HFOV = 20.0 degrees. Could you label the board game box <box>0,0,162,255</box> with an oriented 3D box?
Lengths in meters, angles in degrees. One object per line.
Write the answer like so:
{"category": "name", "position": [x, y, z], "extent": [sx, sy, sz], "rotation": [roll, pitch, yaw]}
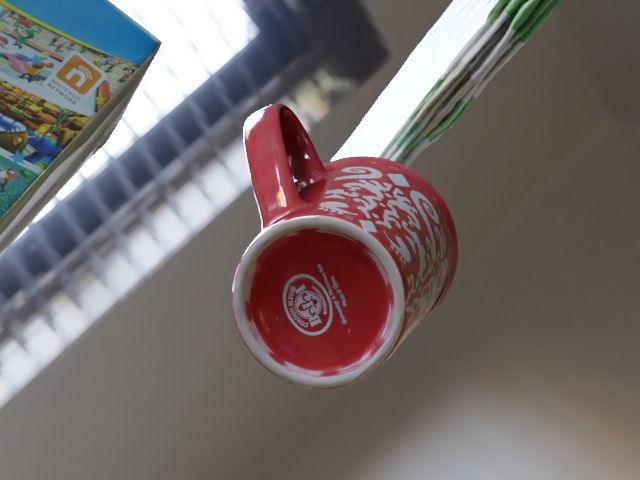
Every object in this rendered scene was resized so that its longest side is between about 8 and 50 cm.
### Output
{"category": "board game box", "position": [-0.243, -0.029, 0.697], "extent": [0.224, 0.303, 0.097], "rotation": [38, -32, -2]}

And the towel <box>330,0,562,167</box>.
{"category": "towel", "position": [0.102, -0.134, 1.307], "extent": [0.038, 0.325, 0.248], "rotation": [35, 15, -8]}

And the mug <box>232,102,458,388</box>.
{"category": "mug", "position": [-0.003, 0.009, 1.007], "extent": [0.150, 0.113, 0.169], "rotation": [33, 13, 2]}
